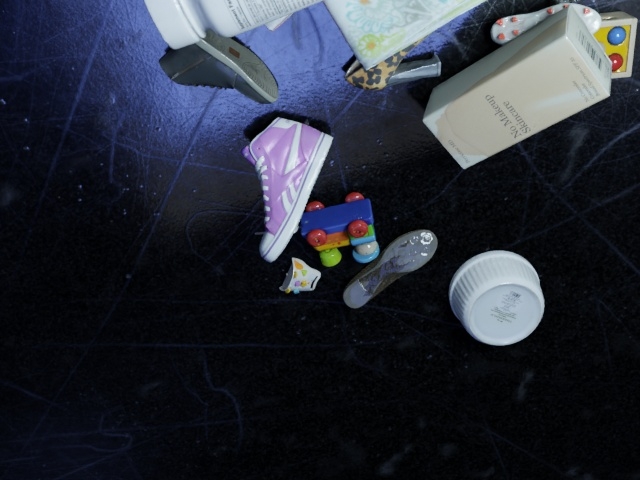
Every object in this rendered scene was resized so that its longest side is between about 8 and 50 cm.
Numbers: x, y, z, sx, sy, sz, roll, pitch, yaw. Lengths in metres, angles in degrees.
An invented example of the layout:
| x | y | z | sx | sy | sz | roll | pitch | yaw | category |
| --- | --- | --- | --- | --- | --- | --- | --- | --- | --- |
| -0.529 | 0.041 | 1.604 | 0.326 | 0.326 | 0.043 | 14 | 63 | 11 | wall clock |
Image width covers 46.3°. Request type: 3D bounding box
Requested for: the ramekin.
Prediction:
| x | y | z | sx | sy | sz | roll | pitch | yaw | category |
| --- | --- | --- | --- | --- | --- | --- | --- | --- | --- |
| 0.398 | 0.137 | 1.674 | 0.207 | 0.109 | 0.207 | -1 | 117 | -2 | ramekin |

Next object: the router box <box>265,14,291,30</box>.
| x | y | z | sx | sy | sz | roll | pitch | yaw | category |
| --- | --- | --- | --- | --- | --- | --- | --- | --- | --- |
| -0.161 | -0.514 | 1.194 | 0.082 | 0.301 | 0.335 | -39 | 112 | 16 | router box |

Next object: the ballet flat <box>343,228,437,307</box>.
| x | y | z | sx | sy | sz | roll | pitch | yaw | category |
| --- | --- | --- | --- | --- | --- | --- | --- | --- | --- |
| 0.152 | 0.061 | 1.656 | 0.250 | 0.058 | 0.084 | -41 | 91 | 11 | ballet flat |

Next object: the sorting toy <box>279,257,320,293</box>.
| x | y | z | sx | sy | sz | roll | pitch | yaw | category |
| --- | --- | --- | --- | --- | --- | --- | --- | --- | --- |
| -0.040 | 0.088 | 1.668 | 0.075 | 0.045 | 0.083 | 9 | 119 | -29 | sorting toy |

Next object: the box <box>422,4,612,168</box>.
| x | y | z | sx | sy | sz | roll | pitch | yaw | category |
| --- | --- | --- | --- | --- | --- | --- | --- | --- | --- |
| 0.357 | -0.274 | 1.381 | 0.148 | 0.121 | 0.311 | 44 | 133 | -20 | box |

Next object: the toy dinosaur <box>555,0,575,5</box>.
| x | y | z | sx | sy | sz | roll | pitch | yaw | category |
| --- | --- | --- | --- | --- | --- | --- | --- | --- | --- |
| 0.391 | -0.564 | 1.308 | 0.218 | 0.164 | 0.322 | -30 | 103 | -14 | toy dinosaur |

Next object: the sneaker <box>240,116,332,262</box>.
| x | y | z | sx | sy | sz | roll | pitch | yaw | category |
| --- | --- | --- | --- | --- | --- | --- | --- | --- | --- |
| -0.099 | -0.107 | 1.488 | 0.161 | 0.102 | 0.282 | 22 | 79 | -7 | sneaker |

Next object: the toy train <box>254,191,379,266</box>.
| x | y | z | sx | sy | sz | roll | pitch | yaw | category |
| --- | --- | --- | --- | --- | --- | --- | --- | --- | --- |
| 0.000 | 0.000 | 1.597 | 0.247 | 0.105 | 0.143 | -13 | 135 | 9 | toy train |

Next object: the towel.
| x | y | z | sx | sy | sz | roll | pitch | yaw | category |
| --- | --- | --- | --- | --- | --- | --- | --- | --- | --- |
| 0.115 | -0.522 | 1.258 | 0.320 | 0.090 | 0.375 | -28 | 101 | 22 | towel |

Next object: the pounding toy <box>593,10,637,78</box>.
| x | y | z | sx | sy | sz | roll | pitch | yaw | category |
| --- | --- | --- | --- | --- | --- | --- | --- | --- | --- |
| 0.519 | -0.355 | 1.427 | 0.141 | 0.100 | 0.130 | -6 | 117 | 0 | pounding toy |

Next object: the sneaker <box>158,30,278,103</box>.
| x | y | z | sx | sy | sz | roll | pitch | yaw | category |
| --- | --- | --- | --- | --- | --- | --- | --- | --- | --- |
| -0.191 | -0.318 | 1.432 | 0.222 | 0.083 | 0.118 | 35 | 129 | -26 | sneaker |

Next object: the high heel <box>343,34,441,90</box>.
| x | y | z | sx | sy | sz | roll | pitch | yaw | category |
| --- | --- | --- | --- | --- | --- | --- | --- | --- | --- |
| 0.124 | -0.404 | 1.382 | 0.186 | 0.093 | 0.261 | -11 | 125 | -2 | high heel |

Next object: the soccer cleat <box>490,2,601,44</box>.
| x | y | z | sx | sy | sz | roll | pitch | yaw | category |
| --- | --- | --- | --- | --- | --- | --- | --- | --- | --- |
| 0.417 | -0.397 | 1.391 | 0.196 | 0.076 | 0.068 | -1 | 93 | 20 | soccer cleat |

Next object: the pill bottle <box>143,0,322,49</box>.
| x | y | z | sx | sy | sz | roll | pitch | yaw | category |
| --- | --- | --- | --- | --- | --- | --- | --- | --- | --- |
| -0.096 | -0.373 | 1.012 | 0.282 | 0.160 | 0.160 | -19 | 117 | 6 | pill bottle |
